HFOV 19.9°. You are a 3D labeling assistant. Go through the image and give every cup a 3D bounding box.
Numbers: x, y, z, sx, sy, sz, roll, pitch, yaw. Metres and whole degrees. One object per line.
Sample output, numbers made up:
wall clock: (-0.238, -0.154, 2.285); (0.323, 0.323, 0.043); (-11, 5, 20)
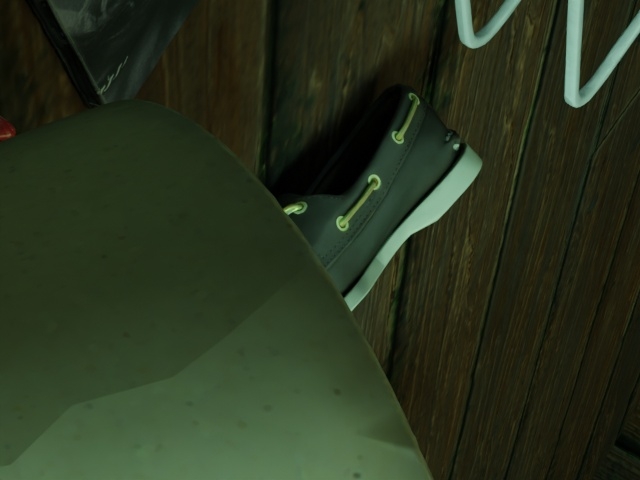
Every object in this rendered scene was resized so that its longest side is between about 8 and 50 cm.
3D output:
cup: (-0.127, 0.145, 0.510); (0.237, 0.331, 0.331); (-14, 139, -24)

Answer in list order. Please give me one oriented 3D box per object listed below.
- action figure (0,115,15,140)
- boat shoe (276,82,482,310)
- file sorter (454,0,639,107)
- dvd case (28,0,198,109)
action figure: (-0.149, -0.014, 0.600); (0.115, 0.030, 0.038); (-30, 139, -52)
boat shoe: (0.000, 0.000, 0.998); (0.228, 0.069, 0.081); (-47, -167, -36)
file sorter: (0.165, -0.159, 0.876); (0.173, 0.277, 0.193); (-53, 162, -14)
dvd case: (-0.040, -0.168, 0.695); (0.221, 0.018, 0.164); (-58, 162, -14)
